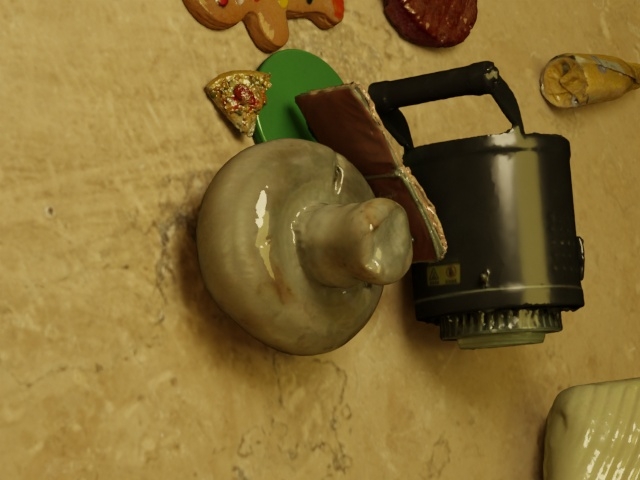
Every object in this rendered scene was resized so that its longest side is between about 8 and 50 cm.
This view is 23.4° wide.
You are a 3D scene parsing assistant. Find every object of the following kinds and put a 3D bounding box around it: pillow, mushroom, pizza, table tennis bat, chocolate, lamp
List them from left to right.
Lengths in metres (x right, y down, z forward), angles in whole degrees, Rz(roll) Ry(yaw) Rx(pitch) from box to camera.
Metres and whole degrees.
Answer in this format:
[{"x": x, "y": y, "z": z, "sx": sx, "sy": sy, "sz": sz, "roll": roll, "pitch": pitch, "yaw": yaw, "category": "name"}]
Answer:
[{"x": -0.082, "y": -0.156, "z": 1.727, "sx": 0.083, "sy": 0.025, "sz": 0.078, "roll": -15, "pitch": 84, "yaw": -31, "category": "pizza"}, {"x": 0.000, "y": 0.000, "z": 1.638, "sx": 0.243, "sy": 0.243, "sz": 0.243, "roll": 16, "pitch": 67, "yaw": -42, "category": "mushroom"}, {"x": 0.006, "y": -0.107, "z": 1.815, "sx": 0.257, "sy": 0.039, "sz": 0.160, "roll": 55, "pitch": 51, "yaw": -14, "category": "table tennis bat"}, {"x": 0.058, "y": -0.074, "z": 1.741, "sx": 0.043, "sy": 0.126, "sz": 0.232, "roll": -38, "pitch": 105, "yaw": -32, "category": "pillow"}, {"x": 0.202, "y": -0.005, "z": 1.845, "sx": 0.374, "sy": 0.205, "sz": 0.272, "roll": 37, "pitch": 51, "yaw": -50, "category": "lamp"}, {"x": 0.404, "y": -0.236, "z": 2.233, "sx": 0.219, "sy": 0.086, "sz": 0.085, "roll": -12, "pitch": 87, "yaw": -51, "category": "chocolate"}]

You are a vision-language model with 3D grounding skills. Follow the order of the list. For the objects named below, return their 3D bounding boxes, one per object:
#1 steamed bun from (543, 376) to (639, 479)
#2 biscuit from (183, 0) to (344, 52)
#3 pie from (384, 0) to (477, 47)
[{"x": 0.416, "y": 0.333, "z": 1.961, "sx": 0.272, "sy": 0.273, "sz": 0.290, "roll": 74, "pitch": 27, "yaw": -52, "category": "steamed bun"}, {"x": -0.064, "y": -0.304, "z": 1.801, "sx": 0.250, "sy": 0.036, "sz": 0.165, "roll": -19, "pitch": 91, "yaw": -46, "category": "biscuit"}, {"x": 0.140, "y": -0.335, "z": 2.009, "sx": 0.182, "sy": 0.050, "sz": 0.182, "roll": 15, "pitch": 69, "yaw": -44, "category": "pie"}]
